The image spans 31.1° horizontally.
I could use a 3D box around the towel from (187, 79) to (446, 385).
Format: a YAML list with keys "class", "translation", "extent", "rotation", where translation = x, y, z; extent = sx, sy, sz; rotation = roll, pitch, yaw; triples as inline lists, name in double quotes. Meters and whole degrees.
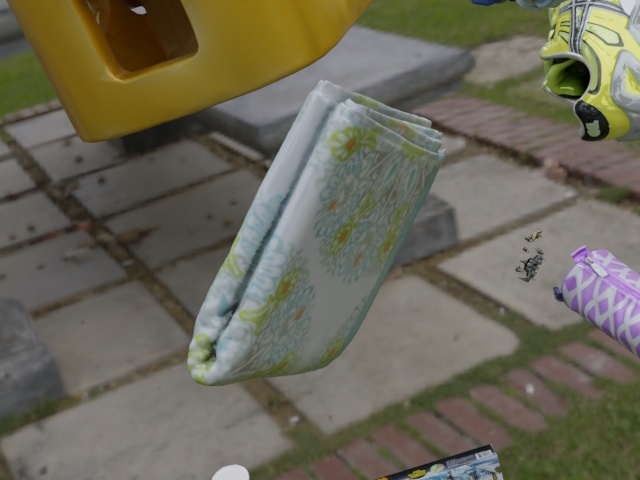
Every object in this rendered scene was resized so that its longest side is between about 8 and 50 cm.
- class: "towel"
  translation: [0.000, 0.000, 1.401]
  extent: [0.090, 0.374, 0.320]
  rotation: [30, 9, 24]

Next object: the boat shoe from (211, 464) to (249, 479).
- class: "boat shoe"
  translation: [-0.135, 0.433, 1.872]
  extent: [0.066, 0.063, 0.184]
  rotation: [-13, 23, -11]

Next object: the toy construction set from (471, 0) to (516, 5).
- class: "toy construction set"
  translation: [0.176, -0.414, 1.133]
  extent: [0.309, 0.257, 0.237]
  rotation: [-39, 59, -12]

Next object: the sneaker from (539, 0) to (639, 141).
- class: "sneaker"
  translation: [0.332, -0.257, 1.427]
  extent: [0.147, 0.145, 0.384]
  rotation: [-16, 36, 1]

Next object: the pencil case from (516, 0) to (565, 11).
- class: "pencil case"
  translation: [0.113, -0.290, 0.801]
  extent: [0.113, 0.273, 0.124]
  rotation: [-24, -19, -46]

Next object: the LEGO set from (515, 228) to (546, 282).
- class: "LEGO set"
  translation: [0.276, 0.025, 1.487]
  extent: [0.023, 0.083, 0.054]
  rotation: [31, 66, 30]

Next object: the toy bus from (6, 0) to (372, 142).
- class: "toy bus"
  translation: [-0.063, -0.129, 0.322]
  extent: [0.202, 0.191, 0.104]
  rotation: [25, 33, 3]

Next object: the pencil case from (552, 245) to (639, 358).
- class: "pencil case"
  translation: [0.360, 0.081, 1.278]
  extent: [0.086, 0.088, 0.206]
  rotation: [-32, 43, -20]

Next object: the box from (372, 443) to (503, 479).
- class: "box"
  translation: [0.107, 0.253, 1.069]
  extent: [0.137, 0.094, 0.027]
  rotation: [-16, 17, -1]
